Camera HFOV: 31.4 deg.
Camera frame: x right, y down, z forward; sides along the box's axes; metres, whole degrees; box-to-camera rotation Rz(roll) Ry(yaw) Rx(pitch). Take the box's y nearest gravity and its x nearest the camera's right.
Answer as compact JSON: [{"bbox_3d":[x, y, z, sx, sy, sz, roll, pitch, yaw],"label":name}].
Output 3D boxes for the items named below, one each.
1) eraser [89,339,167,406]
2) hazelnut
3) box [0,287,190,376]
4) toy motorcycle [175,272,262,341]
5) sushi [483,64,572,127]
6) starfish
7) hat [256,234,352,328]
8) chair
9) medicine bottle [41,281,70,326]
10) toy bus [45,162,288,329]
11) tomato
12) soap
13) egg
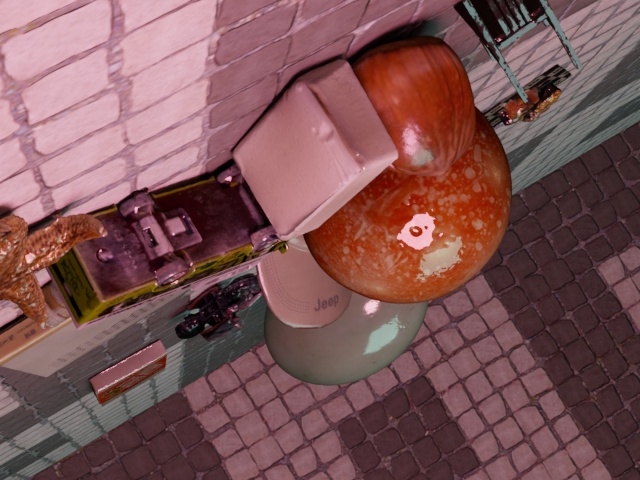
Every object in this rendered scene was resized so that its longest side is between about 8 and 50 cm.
[{"bbox_3d":[-0.386,0.270,2.301,0.157,0.038,0.230,-30,171,-15],"label":"eraser"},{"bbox_3d":[0.099,-0.142,1.205,0.150,0.150,0.150,-31,172,-5],"label":"hazelnut"},{"bbox_3d":[-0.284,0.085,1.488,0.270,0.045,0.211,-32,168,0],"label":"box"},{"bbox_3d":[-0.163,0.118,2.031,0.213,0.082,0.122,-36,170,36],"label":"toy motorcycle"},{"bbox_3d":[0.367,-0.235,2.020,0.193,0.040,0.210,-34,172,15],"label":"sushi"},{"bbox_3d":[-0.314,0.041,1.073,0.236,0.062,0.277,-27,169,-16],"label":"starfish"},{"bbox_3d":[0.021,-0.006,1.577,0.149,0.244,0.214,-11,-169,47],"label":"hat"},{"bbox_3d":[0.182,-0.249,1.163,0.084,0.101,0.212,-34,135,10],"label":"chair"},{"bbox_3d":[-0.291,0.061,1.326,0.083,0.047,0.047,-34,172,18],"label":"medicine bottle"},{"bbox_3d":[-0.161,0.003,1.266,0.302,0.113,0.139,-20,167,-43],"label":"toy bus"},{"bbox_3d":[0.112,-0.044,1.393,0.270,0.222,0.270,-38,-164,13],"label":"tomato"},{"bbox_3d":[-0.011,-0.090,1.187,0.064,0.121,0.183,-24,171,-38],"label":"soap"},{"bbox_3d":[0.048,0.140,2.265,0.389,0.276,0.276,-40,169,35],"label":"egg"}]
